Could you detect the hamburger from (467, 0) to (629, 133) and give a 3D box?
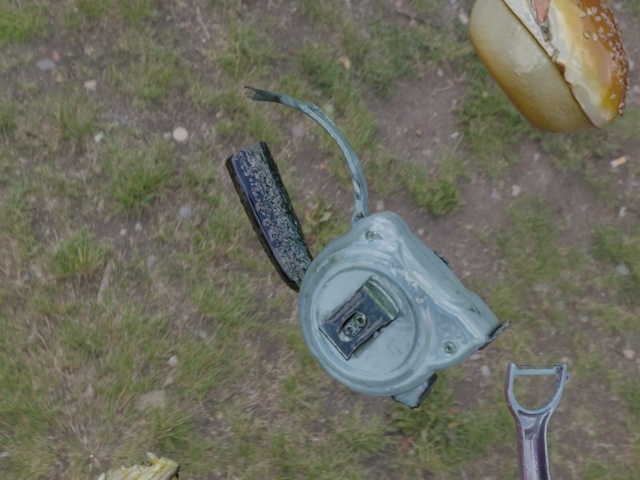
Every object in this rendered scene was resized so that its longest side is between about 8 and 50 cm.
[{"bbox_3d":[0.274,-0.227,0.893,0.237,0.147,0.237,34,38,-32],"label":"hamburger"}]

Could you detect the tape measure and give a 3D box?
[{"bbox_3d":[0.000,-0.001,0.683,0.330,0.084,0.164,46,111,13],"label":"tape measure"}]

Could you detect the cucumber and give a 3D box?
[{"bbox_3d":[-0.070,-0.028,1.179,0.074,0.074,0.241,-24,95,-21],"label":"cucumber"}]

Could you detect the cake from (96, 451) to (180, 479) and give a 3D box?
[{"bbox_3d":[-0.140,0.183,0.418,0.080,0.116,0.185,-2,49,19],"label":"cake"}]

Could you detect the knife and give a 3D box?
[{"bbox_3d":[0.302,0.306,1.043,0.123,0.053,0.278,5,77,-27],"label":"knife"}]
